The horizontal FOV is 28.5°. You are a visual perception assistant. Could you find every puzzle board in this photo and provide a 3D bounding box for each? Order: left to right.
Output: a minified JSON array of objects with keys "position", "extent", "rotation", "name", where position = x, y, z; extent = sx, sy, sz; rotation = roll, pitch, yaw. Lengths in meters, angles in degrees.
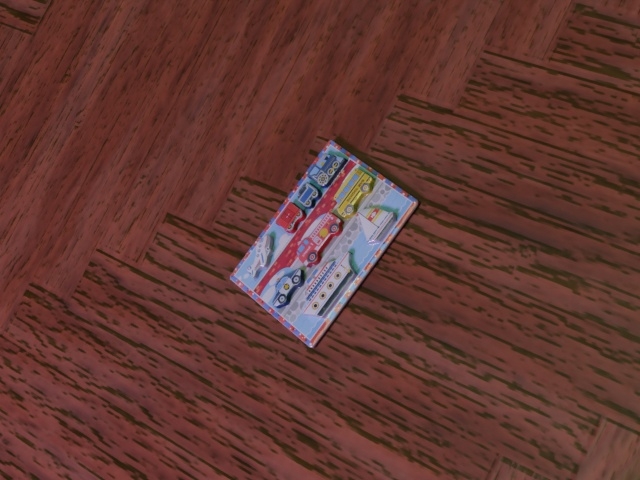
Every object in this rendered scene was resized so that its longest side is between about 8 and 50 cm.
[{"position":[0.000,0.000,0.905],"extent":[0.096,0.011,0.128],"rotation":[38,93,37],"name":"puzzle board"}]
